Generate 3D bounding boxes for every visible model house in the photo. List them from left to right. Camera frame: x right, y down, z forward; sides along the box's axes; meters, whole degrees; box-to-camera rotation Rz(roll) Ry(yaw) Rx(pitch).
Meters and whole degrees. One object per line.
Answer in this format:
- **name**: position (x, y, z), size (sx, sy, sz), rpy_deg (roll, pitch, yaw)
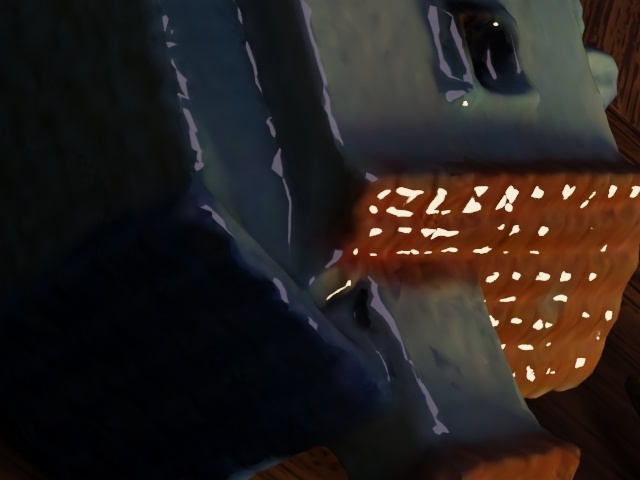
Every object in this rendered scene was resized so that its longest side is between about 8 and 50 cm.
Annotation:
- **model house**: position (0.000, 0.000, 0.701), size (0.295, 0.251, 0.329), rpy_deg (-4, 66, -49)

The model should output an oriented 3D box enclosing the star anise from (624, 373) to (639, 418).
- **star anise**: position (0.255, 0.181, 0.899), size (0.288, 0.088, 0.288), rpy_deg (29, 39, -27)
